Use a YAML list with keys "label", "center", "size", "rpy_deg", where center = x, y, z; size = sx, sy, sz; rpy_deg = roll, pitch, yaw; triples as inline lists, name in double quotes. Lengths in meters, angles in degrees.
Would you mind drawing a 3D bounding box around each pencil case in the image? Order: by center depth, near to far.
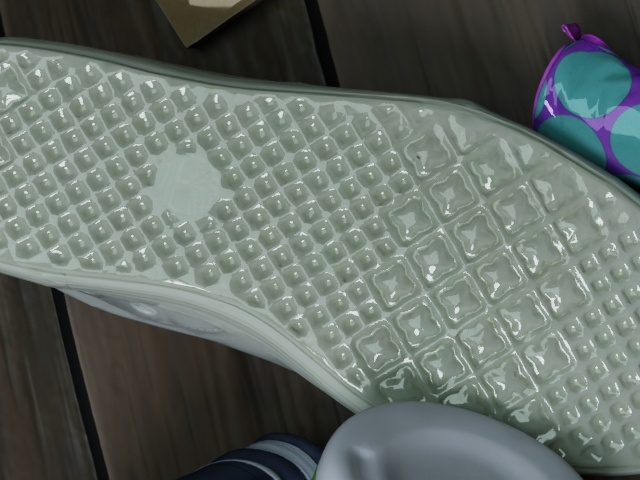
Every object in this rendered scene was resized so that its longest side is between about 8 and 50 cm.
- label: "pencil case"
  center: [0.181, -0.053, 0.854]
  size: [0.151, 0.064, 0.070]
  rpy_deg: [20, 108, 23]

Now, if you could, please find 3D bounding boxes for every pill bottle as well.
- label: "pill bottle"
  center: [0.032, 0.210, 0.817]
  size: [0.136, 0.136, 0.246]
  rpy_deg: [32, 121, 22]

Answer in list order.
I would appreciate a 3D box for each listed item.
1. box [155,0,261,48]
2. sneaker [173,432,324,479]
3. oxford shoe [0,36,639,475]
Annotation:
- label: "box"
  center: [-0.063, -0.235, 0.967]
  size: [0.164, 0.021, 0.201]
  rpy_deg: [-32, 92, 17]
- label: "sneaker"
  center: [-0.084, 0.201, 0.929]
  size: [0.099, 0.153, 0.282]
  rpy_deg: [55, 135, 16]
- label: "oxford shoe"
  center: [0.000, 0.000, 0.898]
  size: [0.449, 0.130, 0.169]
  rpy_deg: [16, 87, 8]
